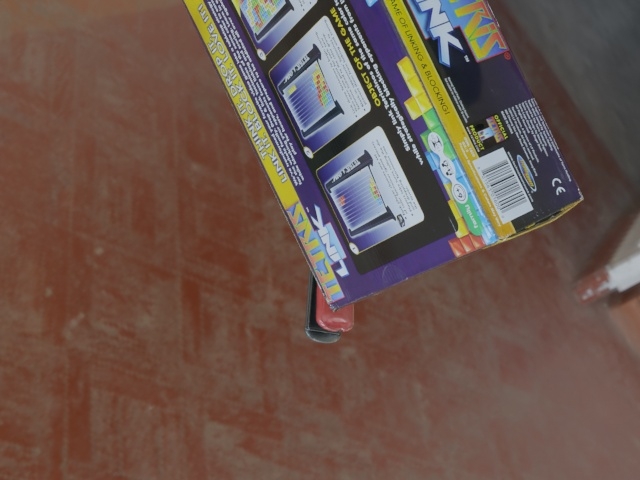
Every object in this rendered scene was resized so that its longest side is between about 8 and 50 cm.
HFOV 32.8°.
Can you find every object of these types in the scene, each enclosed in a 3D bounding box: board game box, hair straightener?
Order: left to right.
[{"bbox_3d":[0.000,0.000,1.149,0.047,0.089,0.231,4,65,-18],"label":"hair straightener"},{"bbox_3d":[0.015,-0.066,0.452,0.048,0.141,0.170,-25,88,-27],"label":"board game box"}]
